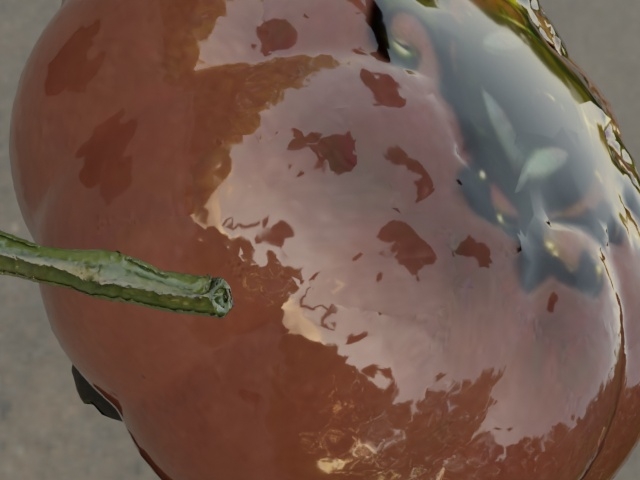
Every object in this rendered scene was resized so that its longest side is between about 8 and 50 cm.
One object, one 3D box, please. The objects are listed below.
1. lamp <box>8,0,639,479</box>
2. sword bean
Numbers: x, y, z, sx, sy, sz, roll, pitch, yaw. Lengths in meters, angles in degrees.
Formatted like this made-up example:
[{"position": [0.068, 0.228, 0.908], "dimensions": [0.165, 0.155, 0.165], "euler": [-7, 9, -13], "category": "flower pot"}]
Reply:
[{"position": [0.000, 0.000, 0.742], "dimensions": [0.305, 0.240, 0.305], "euler": [34, 36, -30], "category": "lamp"}, {"position": [-0.058, 0.003, 0.359], "dimensions": [0.012, 0.083, 0.012], "euler": [14, 90, -88], "category": "sword bean"}]
